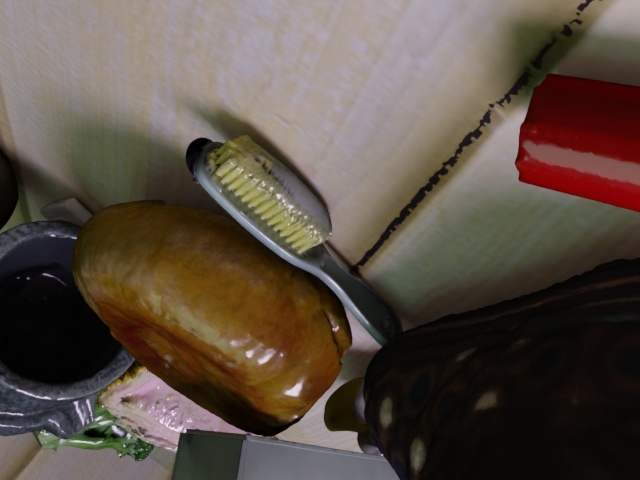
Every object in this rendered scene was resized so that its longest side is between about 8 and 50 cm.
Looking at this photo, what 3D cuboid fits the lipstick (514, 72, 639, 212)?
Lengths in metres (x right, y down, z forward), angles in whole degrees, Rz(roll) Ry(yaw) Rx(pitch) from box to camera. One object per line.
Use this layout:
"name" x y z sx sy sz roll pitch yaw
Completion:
"lipstick" 0.243 -0.027 0.315 0.279 0.073 0.073 17 146 25

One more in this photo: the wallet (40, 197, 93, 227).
"wallet" -0.340 0.011 0.977 0.124 0.032 0.183 -7 129 46

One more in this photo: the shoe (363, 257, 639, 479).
"shoe" 0.151 0.177 0.501 0.171 0.237 0.384 28 150 -18

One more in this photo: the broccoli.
"broccoli" -0.425 0.286 1.232 0.308 0.275 0.308 27 128 40

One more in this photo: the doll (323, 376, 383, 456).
"doll" 0.115 0.266 0.808 0.237 0.111 0.252 39 139 -4

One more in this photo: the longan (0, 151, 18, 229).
"longan" -0.514 -0.079 0.899 0.187 0.167 0.167 49 152 13

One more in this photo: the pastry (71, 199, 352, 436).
"pastry" -0.125 0.082 0.736 0.356 0.164 0.356 29 154 16

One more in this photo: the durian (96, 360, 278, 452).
"durian" -0.170 0.236 1.024 0.305 0.185 0.195 31 131 -2

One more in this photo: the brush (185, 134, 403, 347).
"brush" 0.000 0.000 0.613 0.060 0.068 0.297 -30 118 34

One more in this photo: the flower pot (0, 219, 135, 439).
"flower pot" -0.404 0.142 0.903 0.299 0.299 0.283 46 139 -19

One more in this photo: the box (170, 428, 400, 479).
"box" -0.034 0.267 0.709 0.225 0.086 0.129 22 157 -35
